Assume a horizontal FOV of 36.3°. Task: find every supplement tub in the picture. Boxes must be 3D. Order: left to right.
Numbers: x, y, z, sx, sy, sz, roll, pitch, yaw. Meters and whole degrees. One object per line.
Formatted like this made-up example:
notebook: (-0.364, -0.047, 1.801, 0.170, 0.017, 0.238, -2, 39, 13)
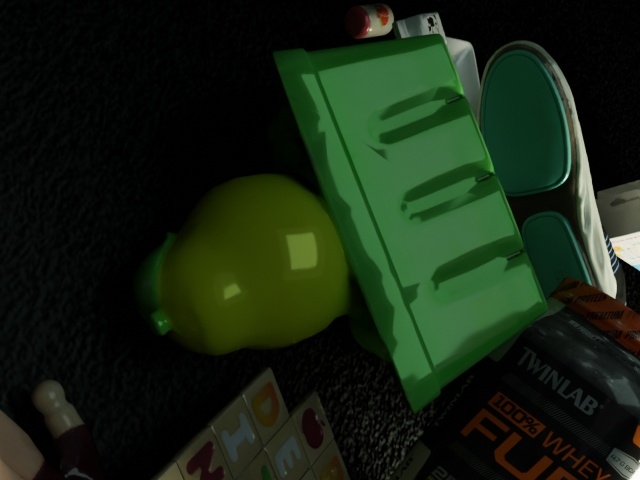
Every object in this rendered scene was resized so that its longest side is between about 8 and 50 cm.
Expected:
supplement tub: (0.220, 0.219, 1.007, 0.207, 0.207, 0.338, 37, 88, -28)

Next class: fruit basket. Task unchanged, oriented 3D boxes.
fruit basket: (0.000, 0.000, 0.983, 0.391, 0.283, 0.392, 0, 92, -2)

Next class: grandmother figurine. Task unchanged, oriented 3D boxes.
grandmother figurine: (-0.243, 0.206, 0.759, 0.342, 0.104, 0.208, 44, 61, -20)

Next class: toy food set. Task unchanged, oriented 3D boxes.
toy food set: (0.080, -0.207, 1.165, 0.104, 0.111, 0.232, -19, 93, -44)

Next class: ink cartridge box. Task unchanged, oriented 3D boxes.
ink cartridge box: (0.489, -0.025, 1.494, 0.143, 0.092, 0.090, 26, 62, -33)

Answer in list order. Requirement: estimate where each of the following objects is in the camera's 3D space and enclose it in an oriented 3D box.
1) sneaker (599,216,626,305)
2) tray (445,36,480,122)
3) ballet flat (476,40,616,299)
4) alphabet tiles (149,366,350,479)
sneaker: (0.381, 0.024, 1.395, 0.090, 0.081, 0.232, -11, 91, -46)
tray: (0.167, -0.139, 1.280, 0.145, 0.030, 0.271, 0, 77, -41)
ballet flat: (0.304, -0.065, 1.283, 0.139, 0.139, 0.401, -24, 101, -44)
alphabet tiles: (-0.049, 0.292, 0.891, 0.342, 0.011, 0.285, -40, 112, -57)
